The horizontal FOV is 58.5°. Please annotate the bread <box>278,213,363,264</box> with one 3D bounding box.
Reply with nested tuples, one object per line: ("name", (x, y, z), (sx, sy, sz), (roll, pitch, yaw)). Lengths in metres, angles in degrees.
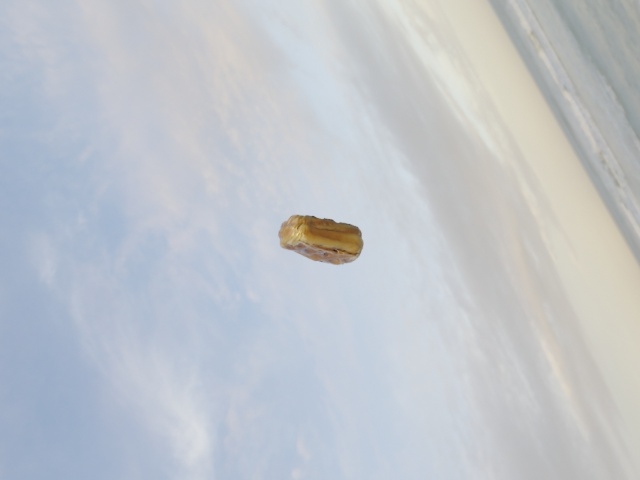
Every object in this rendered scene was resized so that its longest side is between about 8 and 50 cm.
("bread", (0.000, 0.000, 0.728), (0.110, 0.083, 0.044), (13, -108, -16))
